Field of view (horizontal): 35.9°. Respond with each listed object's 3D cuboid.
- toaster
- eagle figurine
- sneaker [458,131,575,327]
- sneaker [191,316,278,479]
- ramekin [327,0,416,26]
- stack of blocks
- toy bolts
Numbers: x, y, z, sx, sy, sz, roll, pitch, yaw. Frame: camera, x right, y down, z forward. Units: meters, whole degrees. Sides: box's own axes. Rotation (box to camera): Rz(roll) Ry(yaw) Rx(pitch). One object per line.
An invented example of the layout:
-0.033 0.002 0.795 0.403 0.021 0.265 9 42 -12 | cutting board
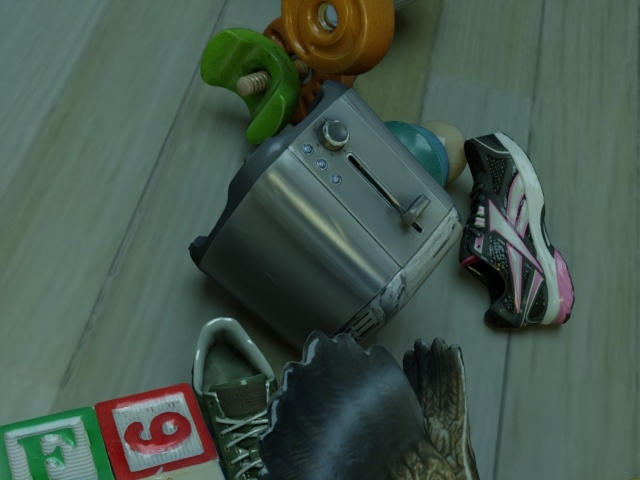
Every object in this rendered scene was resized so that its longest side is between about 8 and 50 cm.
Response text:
0.000 0.000 0.739 0.146 0.227 0.129 43 57 1 | toaster
0.094 0.201 0.575 0.298 0.226 0.225 40 54 20 | eagle figurine
0.149 -0.008 0.833 0.077 0.072 0.178 -14 69 -10 | sneaker
-0.054 0.131 0.663 0.064 0.086 0.192 -9 39 -13 | sneaker
0.042 -0.320 0.986 0.109 0.207 0.207 -21 59 -35 | ramekin
-0.085 0.231 0.461 0.087 0.297 0.171 -10 47 -22 | stack of blocks
0.047 -0.132 0.858 0.158 0.218 0.228 -27 80 -44 | toy bolts
